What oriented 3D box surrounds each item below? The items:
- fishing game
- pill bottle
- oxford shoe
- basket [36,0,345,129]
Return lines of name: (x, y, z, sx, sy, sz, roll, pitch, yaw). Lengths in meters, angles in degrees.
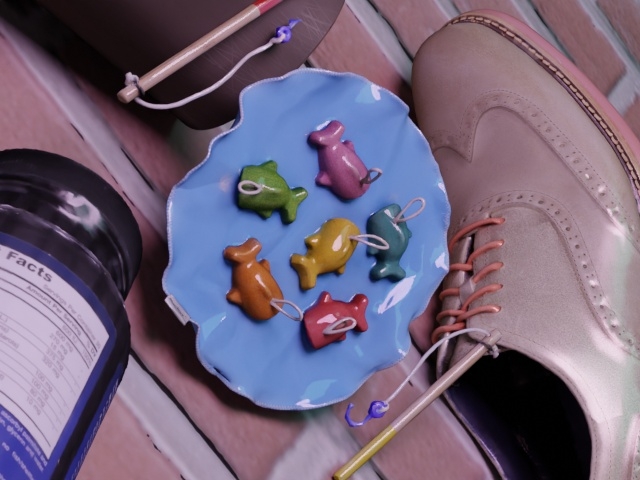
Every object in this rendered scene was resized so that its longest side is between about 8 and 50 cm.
fishing game: (0.000, 0.000, 0.936, 0.189, 0.041, 0.264, -35, 114, -26)
pill bottle: (-0.151, 0.062, 0.734, 0.123, 0.123, 0.219, 44, 37, -19)
oxford shoe: (0.133, 0.025, 1.092, 0.146, 0.140, 0.397, -6, 62, -36)
basket: (-0.104, -0.181, 0.953, 0.227, 0.154, 0.204, 44, 21, -26)
